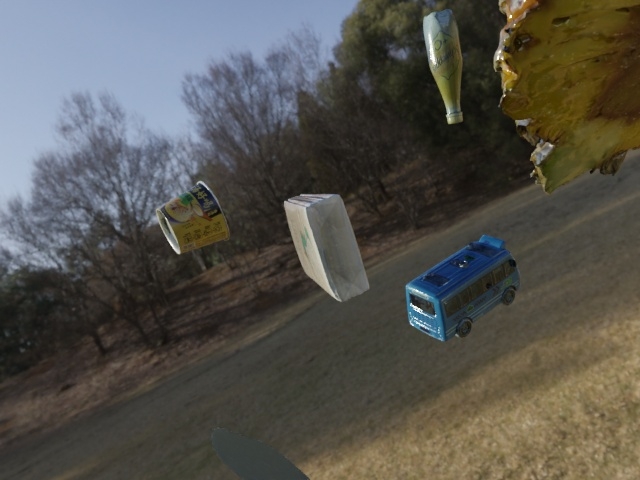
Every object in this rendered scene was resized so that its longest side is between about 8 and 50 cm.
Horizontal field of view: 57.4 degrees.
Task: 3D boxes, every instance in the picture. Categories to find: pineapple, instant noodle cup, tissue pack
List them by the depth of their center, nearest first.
[{"bbox_3d":[0.278,-0.211,0.610,0.345,0.208,0.286,5,-36,-17],"label":"pineapple"},{"bbox_3d":[0.000,0.000,1.069,0.071,0.170,0.325,-21,7,-8],"label":"tissue pack"},{"bbox_3d":[-0.292,-0.045,1.329,0.122,0.151,0.151,-28,-1,-25],"label":"instant noodle cup"}]

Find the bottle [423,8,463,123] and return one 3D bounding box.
[{"bbox_3d":[0.313,-0.422,1.437,0.083,0.269,0.083,-13,9,2],"label":"bottle"}]

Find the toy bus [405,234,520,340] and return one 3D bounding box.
[{"bbox_3d":[0.300,0.097,1.219,0.247,0.134,0.114,-29,29,-25],"label":"toy bus"}]

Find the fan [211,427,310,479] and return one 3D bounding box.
[{"bbox_3d":[-0.037,0.334,0.748,0.310,0.182,0.010,29,87,52],"label":"fan"}]
